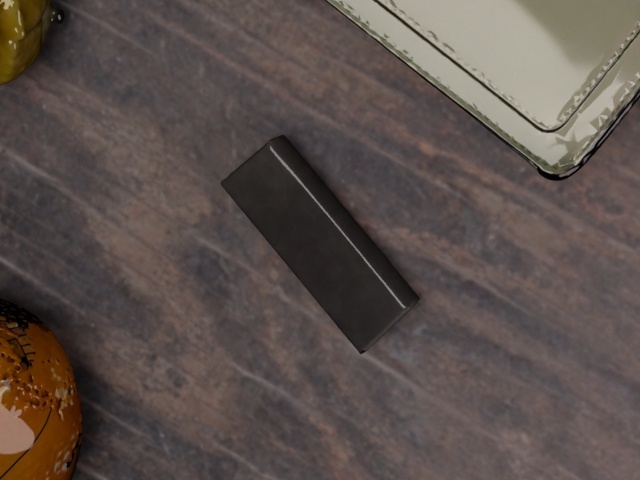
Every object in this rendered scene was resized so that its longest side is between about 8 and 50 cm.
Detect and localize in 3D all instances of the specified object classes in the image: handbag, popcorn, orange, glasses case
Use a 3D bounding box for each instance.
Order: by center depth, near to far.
[{"bbox_3d":[0.119,-0.240,1.113,0.358,0.160,0.237,39,100,6],"label":"handbag"},{"bbox_3d":[0.001,0.001,1.237,0.072,0.042,0.191,-41,86,24],"label":"glasses case"},{"bbox_3d":[-0.294,-0.203,1.239,0.152,0.148,0.167,10,86,-11],"label":"popcorn"},{"bbox_3d":[-0.323,0.162,1.285,0.234,0.182,0.235,0,100,2],"label":"orange"}]
